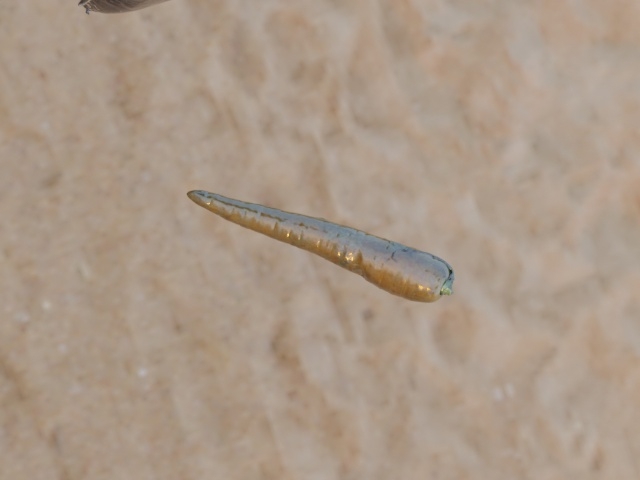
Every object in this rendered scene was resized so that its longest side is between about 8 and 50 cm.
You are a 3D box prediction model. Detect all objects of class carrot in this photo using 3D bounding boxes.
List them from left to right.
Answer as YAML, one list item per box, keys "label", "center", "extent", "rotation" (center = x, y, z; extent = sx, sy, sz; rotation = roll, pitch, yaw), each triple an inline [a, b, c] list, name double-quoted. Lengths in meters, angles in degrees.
- label: "carrot"
  center: [0.000, 0.000, 1.743]
  extent: [0.049, 0.254, 0.049]
  rotation: [20, 90, -87]

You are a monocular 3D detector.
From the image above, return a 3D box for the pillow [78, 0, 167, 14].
- label: "pillow"
  center: [-0.102, -0.225, 1.534]
  extent: [0.141, 0.208, 0.055]
  rotation: [-21, 94, -22]
